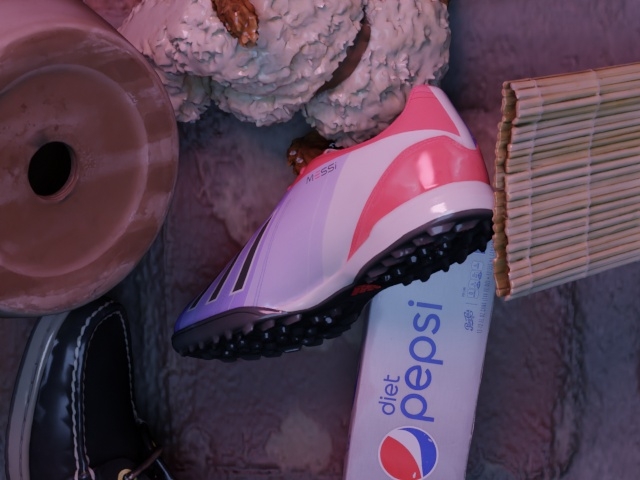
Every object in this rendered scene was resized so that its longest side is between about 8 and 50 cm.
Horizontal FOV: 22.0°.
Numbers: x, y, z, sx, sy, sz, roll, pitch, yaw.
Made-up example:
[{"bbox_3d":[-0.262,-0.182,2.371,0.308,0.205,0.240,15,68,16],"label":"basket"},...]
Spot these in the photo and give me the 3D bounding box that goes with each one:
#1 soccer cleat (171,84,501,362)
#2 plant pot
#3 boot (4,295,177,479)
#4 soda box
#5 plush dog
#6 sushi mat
[{"bbox_3d":[0.000,0.000,1.235,0.318,0.108,0.116,-31,65,39],"label":"soccer cleat"},{"bbox_3d":[-0.249,-0.072,1.124,0.323,0.280,0.323,-15,113,-38],"label":"plant pot"},{"bbox_3d":[-0.095,0.232,1.288,0.284,0.138,0.377,9,108,21],"label":"boot"},{"bbox_3d":[0.078,0.108,1.324,0.098,0.091,0.286,7,103,1],"label":"soda box"},{"bbox_3d":[-0.001,-0.161,1.231,0.225,0.210,0.262,20,104,-28],"label":"plush dog"},{"bbox_3d":[0.236,-0.057,1.213,0.316,0.019,0.151,-13,110,-42],"label":"sushi mat"}]
